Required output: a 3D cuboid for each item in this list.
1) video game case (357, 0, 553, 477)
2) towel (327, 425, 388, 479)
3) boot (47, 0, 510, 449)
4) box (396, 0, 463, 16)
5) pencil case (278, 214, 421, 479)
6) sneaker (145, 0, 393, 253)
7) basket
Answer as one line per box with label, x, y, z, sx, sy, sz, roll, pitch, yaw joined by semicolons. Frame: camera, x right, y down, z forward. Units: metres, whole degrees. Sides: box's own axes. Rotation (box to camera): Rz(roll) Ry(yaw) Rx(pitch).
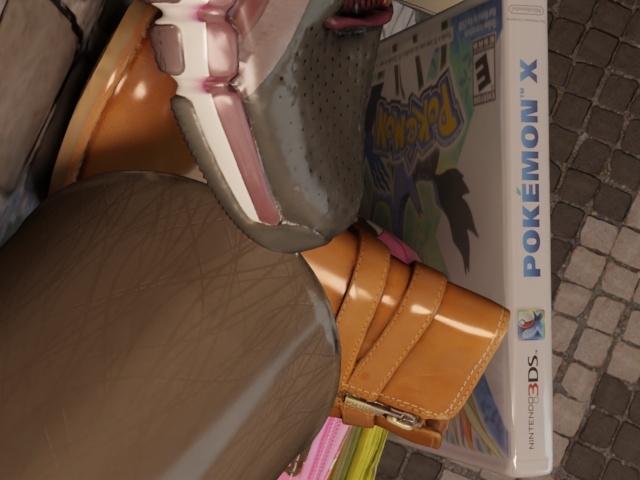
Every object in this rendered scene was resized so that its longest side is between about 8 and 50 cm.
video game case;0.068;-0.002;0.878;0.329;0.036;0.300;174;-85;-69
towel;-0.018;0.107;0.956;0.237;0.021;0.102;35;-69;53
boot;-0.013;0.012;0.607;0.283;0.220;0.109;100;16;-55
box;0.156;-0.345;1.162;0.113;0.094;0.275;-25;137;-77
pencil case;-0.064;0.158;0.858;0.167;0.160;0.386;-86;-163;-70
sneaker;0.027;-0.132;0.379;0.106;0.162;0.281;-57;140;-66
basket;-0.120;0.106;0.445;0.204;0.154;0.227;-38;-171;45
